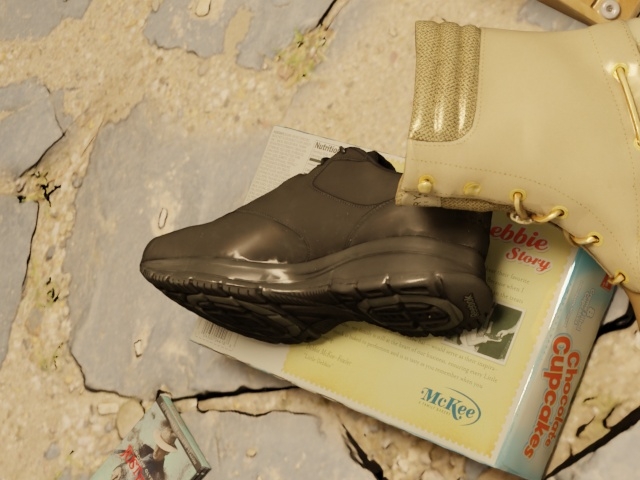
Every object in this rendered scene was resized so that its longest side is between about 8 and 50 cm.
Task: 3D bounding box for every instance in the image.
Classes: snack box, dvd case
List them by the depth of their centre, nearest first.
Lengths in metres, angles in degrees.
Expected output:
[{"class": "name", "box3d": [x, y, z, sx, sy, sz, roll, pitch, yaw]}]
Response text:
[{"class": "snack box", "box3d": [0.055, 0.035, 1.157, 0.322, 0.060, 0.187, 18, 85, 44]}, {"class": "dvd case", "box3d": [-0.147, 0.197, 1.297, 0.119, 0.013, 0.087, -48, 48, 14]}]

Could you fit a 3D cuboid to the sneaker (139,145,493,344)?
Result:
[{"class": "sneaker", "box3d": [0.000, 0.000, 1.119, 0.286, 0.109, 0.130, -2, 64, 31]}]

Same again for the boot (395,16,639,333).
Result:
[{"class": "boot", "box3d": [0.148, -0.012, 0.983, 0.203, 0.095, 0.262, 0, 87, -1]}]

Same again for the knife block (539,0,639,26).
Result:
[{"class": "knife block", "box3d": [0.132, -0.254, 1.213, 0.276, 0.242, 0.088, 31, 97, -1]}]
